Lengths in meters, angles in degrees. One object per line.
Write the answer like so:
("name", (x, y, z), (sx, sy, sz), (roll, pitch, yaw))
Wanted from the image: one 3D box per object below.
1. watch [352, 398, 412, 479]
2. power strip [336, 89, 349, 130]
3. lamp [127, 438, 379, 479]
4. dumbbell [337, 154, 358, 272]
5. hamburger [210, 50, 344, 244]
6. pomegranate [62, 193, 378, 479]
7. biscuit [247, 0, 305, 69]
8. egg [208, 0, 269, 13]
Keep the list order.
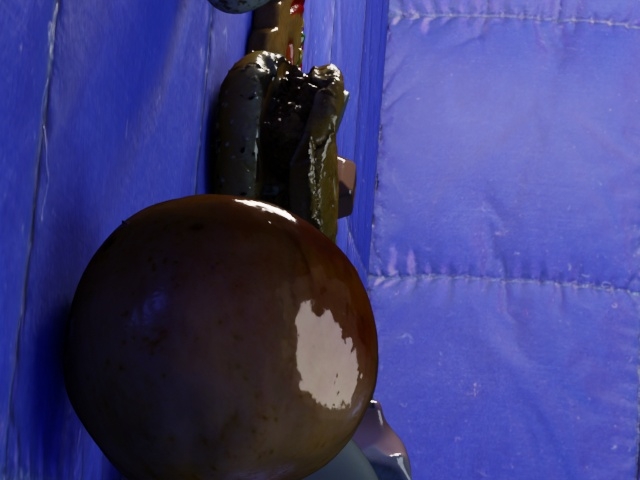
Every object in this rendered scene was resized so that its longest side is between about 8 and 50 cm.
("watch", (-0.033, 0.180, 1.626), (0.241, 0.161, 0.253), (-127, -135, -64))
("power strip", (-0.023, -0.065, 1.936), (0.080, 0.029, 0.227), (107, 7, -54))
("lamp", (-0.049, 0.204, 1.368), (0.244, 0.197, 0.198), (134, -37, -71))
("dumbbell", (0.000, 0.000, 2.193), (0.231, 0.082, 0.092), (88, 9, -46))
("hamburger", (-0.038, -0.070, 1.678), (0.185, 0.113, 0.177), (103, -14, -75))
("pomegranate", (-0.062, 0.065, 1.132), (0.191, 0.191, 0.191), (4, 90, -84))
("biscuit", (-0.038, -0.168, 1.909), (0.212, 0.041, 0.239), (-81, 172, -52))
("egg", (-0.056, -0.222, 1.461), (0.085, 0.085, 0.110), (81, 30, -66))
